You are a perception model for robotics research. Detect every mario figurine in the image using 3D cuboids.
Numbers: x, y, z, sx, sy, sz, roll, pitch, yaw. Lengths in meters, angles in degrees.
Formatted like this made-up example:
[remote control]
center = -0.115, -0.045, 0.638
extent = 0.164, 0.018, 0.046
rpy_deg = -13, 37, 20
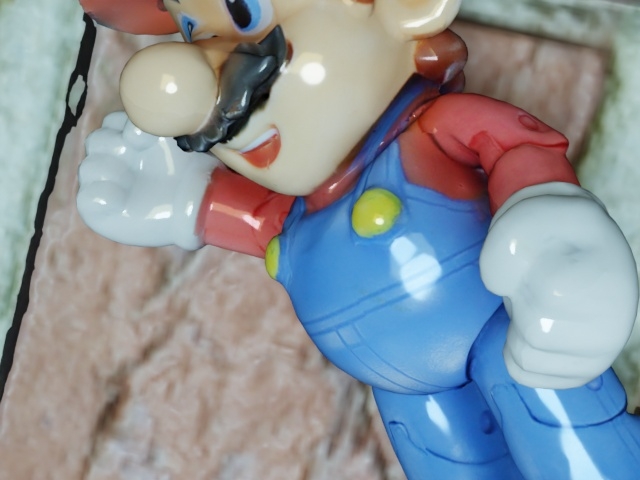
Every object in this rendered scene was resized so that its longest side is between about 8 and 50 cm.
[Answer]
[mario figurine]
center = 0.000, 0.000, 0.490
extent = 0.198, 0.170, 0.320
rpy_deg = -27, 87, 15
